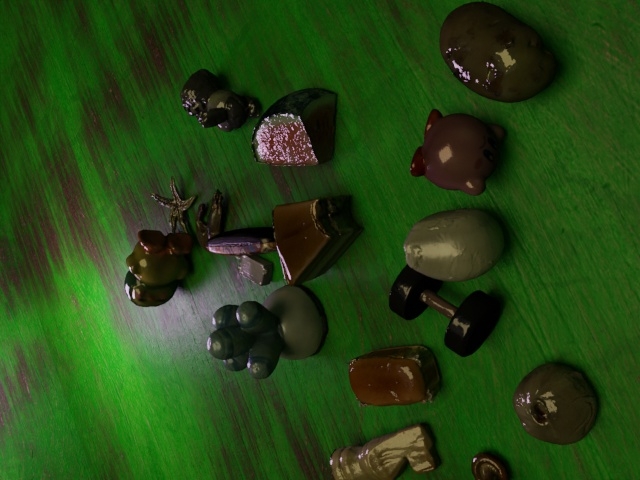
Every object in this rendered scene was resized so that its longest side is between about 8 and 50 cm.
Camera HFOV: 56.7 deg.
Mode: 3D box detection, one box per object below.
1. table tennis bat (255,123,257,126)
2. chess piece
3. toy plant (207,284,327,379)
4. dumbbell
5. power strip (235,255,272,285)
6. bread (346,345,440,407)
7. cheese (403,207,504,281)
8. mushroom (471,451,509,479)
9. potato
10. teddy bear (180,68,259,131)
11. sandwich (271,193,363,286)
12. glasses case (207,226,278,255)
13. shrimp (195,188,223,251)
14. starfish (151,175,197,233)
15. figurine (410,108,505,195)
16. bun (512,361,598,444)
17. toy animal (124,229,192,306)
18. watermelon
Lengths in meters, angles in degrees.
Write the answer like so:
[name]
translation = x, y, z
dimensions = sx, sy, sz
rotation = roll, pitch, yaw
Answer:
[table tennis bat]
translation = -0.166, -0.333, 1.766
dimensions = 0.083, 0.007, 0.050
rotation = -5, 96, 44
[chess piece]
translation = 0.178, 0.581, 1.594
dimensions = 0.301, 0.137, 0.137
rotation = -33, 77, 30
[toy plant]
translation = -0.173, 0.265, 1.685
dimensions = 0.247, 0.332, 0.247
rotation = 12, 108, 42
[dumbbell]
translation = 0.283, 0.151, 1.366
dimensions = 0.218, 0.153, 0.152
rotation = 33, 119, 33
[power strip]
translation = -0.218, 0.081, 1.880
dimensions = 0.175, 0.042, 0.075
rotation = 26, 115, 37
[bread]
translation = 0.184, 0.354, 1.533
dimensions = 0.241, 0.107, 0.136
rotation = -16, 91, 43
[cheese]
translation = 0.300, 0.010, 1.298
dimensions = 0.189, 0.198, 0.154
rotation = -12, 99, 38
[mushroom]
translation = 0.407, 0.561, 1.390
dimensions = 0.088, 0.073, 0.129
rotation = -59, 26, 18
[potato]
translation = 0.350, -0.376, 1.198
dimensions = 0.262, 0.165, 0.165
rotation = 44, 125, 34
[teddy bear]
translation = -0.320, -0.396, 1.792
dimensions = 0.251, 0.171, 0.144
rotation = 42, 144, 21
[sandwich]
translation = 0.000, 0.000, 1.586
dimensions = 0.198, 0.155, 0.227
rotation = -6, 95, 43
[glasses case]
translation = -0.217, 0.003, 1.806
dimensions = 0.321, 0.122, 0.082
rotation = -3, 96, 43
[shrimp]
translation = -0.374, -0.075, 1.981
dimensions = 0.143, 0.052, 0.251
rotation = 43, 125, 31
[starfish]
translation = -0.496, -0.122, 2.079
dimensions = 0.176, 0.053, 0.208
rotation = -14, 101, 34
[figurine]
translation = 0.297, -0.187, 1.274
dimensions = 0.173, 0.173, 0.173
rotation = 11, 106, 40
[bun]
translation = 0.486, 0.350, 1.251
dimensions = 0.167, 0.113, 0.173
rotation = -14, 92, 43
[toy animal]
translation = -0.589, 0.090, 2.124
dimensions = 0.338, 0.216, 0.191
rotation = -64, 31, 35
[watermelon]
translation = -0.081, -0.279, 1.616
dimensions = 0.318, 0.148, 0.226
rotation = -39, 81, 41
